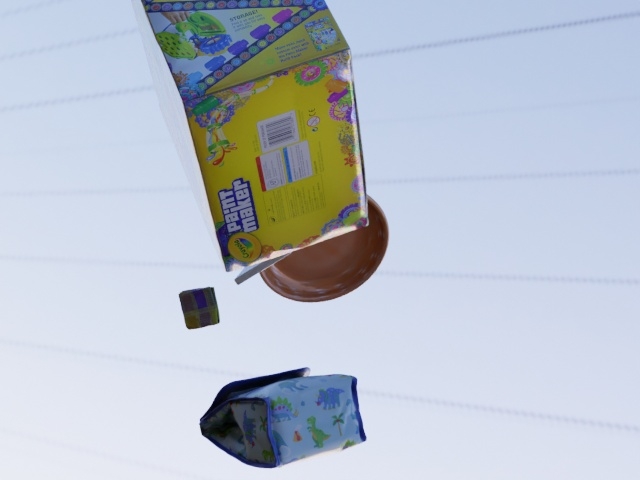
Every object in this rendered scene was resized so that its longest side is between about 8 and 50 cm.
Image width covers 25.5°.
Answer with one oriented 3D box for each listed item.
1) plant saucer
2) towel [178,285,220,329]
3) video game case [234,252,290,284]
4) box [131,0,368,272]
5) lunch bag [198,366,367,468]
[{"bbox_3d":[0.000,0.000,2.035,0.037,0.200,0.200,-117,-173,-52],"label":"plant saucer"},{"bbox_3d":[-0.178,0.100,2.079,0.083,0.009,0.060,-11,-90,48],"label":"towel"},{"bbox_3d":[-0.065,0.018,1.894,0.087,0.122,0.011,-32,-83,17],"label":"video game case"},{"bbox_3d":[-0.083,-0.175,1.543,0.290,0.177,0.279,81,-12,-53],"label":"box"},{"bbox_3d":[-0.045,0.194,1.560,0.151,0.129,0.096,-11,-92,56],"label":"lunch bag"}]
